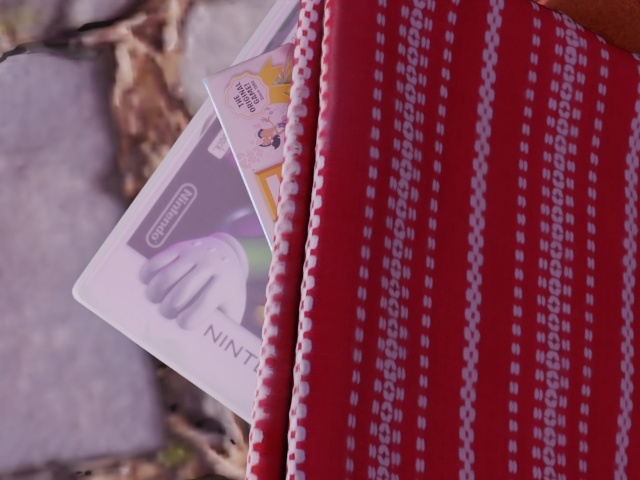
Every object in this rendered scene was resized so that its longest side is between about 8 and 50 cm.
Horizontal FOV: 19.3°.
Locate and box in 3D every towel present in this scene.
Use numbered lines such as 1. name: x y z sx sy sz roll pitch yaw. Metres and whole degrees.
1. towel: 0.097 0.043 0.520 0.275 0.031 0.199 21 65 -36

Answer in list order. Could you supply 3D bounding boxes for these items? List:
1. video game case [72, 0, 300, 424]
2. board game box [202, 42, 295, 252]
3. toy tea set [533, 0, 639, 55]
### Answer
1. video game case: 0.039 -0.009 0.646 0.173 0.022 0.190 36 89 -1
2. board game box: 0.000 0.000 0.558 0.026 0.154 0.103 -22 90 0
3. toy tea set: 0.166 -0.146 0.612 0.336 0.124 0.200 -15 119 -10
